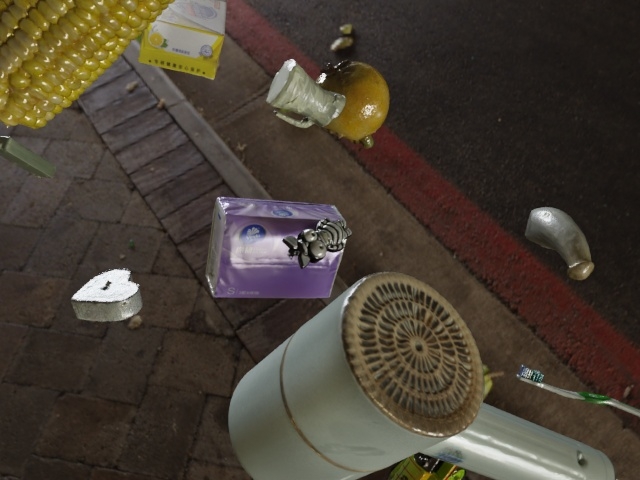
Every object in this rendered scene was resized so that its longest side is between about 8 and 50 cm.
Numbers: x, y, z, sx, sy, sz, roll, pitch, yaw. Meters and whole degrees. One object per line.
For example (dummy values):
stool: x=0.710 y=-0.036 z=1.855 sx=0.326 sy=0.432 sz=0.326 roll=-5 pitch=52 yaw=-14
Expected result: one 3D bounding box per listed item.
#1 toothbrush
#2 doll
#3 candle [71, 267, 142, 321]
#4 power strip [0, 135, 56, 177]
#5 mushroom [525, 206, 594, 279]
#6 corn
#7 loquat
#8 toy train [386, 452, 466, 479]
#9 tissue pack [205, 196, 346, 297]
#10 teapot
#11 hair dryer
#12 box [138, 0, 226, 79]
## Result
toothbrush: x=0.510 y=0.296 z=1.136 sx=0.304 sy=0.030 sz=0.030 roll=20 pitch=58 yaw=3
doll: x=0.000 y=0.000 z=1.494 sx=0.219 sy=0.067 sz=0.091 roll=-27 pitch=84 yaw=-46
candle: x=-0.556 y=0.147 z=1.596 sx=0.168 sy=0.068 sz=0.192 roll=-19 pitch=29 yaw=-20
power strip: x=-0.310 y=-0.086 z=0.645 sx=0.027 sy=0.083 sz=0.017 roll=10 pitch=76 yaw=20
mushroom: x=0.576 y=-0.005 z=1.484 sx=0.103 sy=0.118 sz=0.270 roll=-7 pitch=23 yaw=0
corn: x=-0.165 y=-0.183 z=0.445 sx=0.244 sy=0.093 sz=0.093 roll=-40 pitch=57 yaw=9
loquat: x=0.067 y=-0.291 z=1.326 sx=0.172 sy=0.204 sz=0.149 roll=-17 pitch=21 yaw=15
toy train: x=0.193 y=0.544 z=1.326 sx=0.296 sy=0.160 sz=0.100 roll=-54 pitch=44 yaw=5
tissue pack: x=-0.116 y=0.026 z=1.635 sx=0.338 sy=0.242 sz=0.160 roll=2 pitch=25 yaw=-20
teapot: x=-0.017 y=-0.161 z=0.710 sx=0.083 sy=0.067 sz=0.057 roll=23 pitch=33 yaw=-28
hair dryer: x=0.121 y=0.157 z=0.457 sx=0.357 sy=0.173 sz=0.108 roll=26 pitch=48 yaw=-19
box: x=-0.297 y=-0.465 z=1.353 sx=0.168 sy=0.097 sz=0.265 roll=10 pitch=35 yaw=-13
